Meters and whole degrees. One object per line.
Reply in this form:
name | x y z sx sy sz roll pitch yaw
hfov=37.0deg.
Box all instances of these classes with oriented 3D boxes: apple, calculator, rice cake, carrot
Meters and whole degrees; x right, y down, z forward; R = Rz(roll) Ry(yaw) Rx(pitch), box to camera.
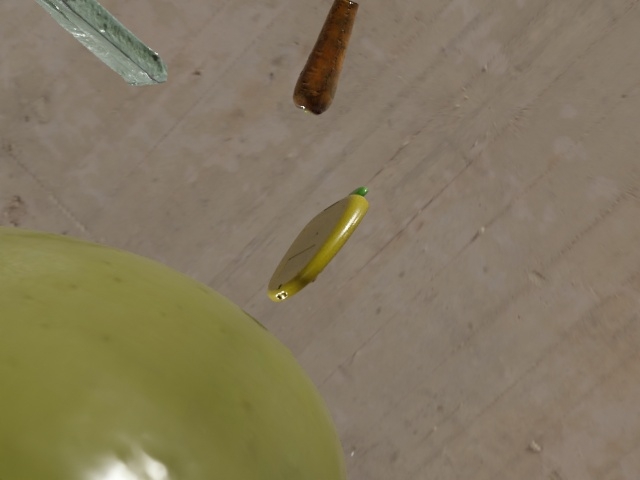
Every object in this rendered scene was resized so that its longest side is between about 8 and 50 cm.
apple | -0.207 0.206 0.516 0.474 0.473 0.473 1 -82 10
calculator | 0.000 0.000 1.355 0.032 0.235 0.146 45 -42 -14
rice cake | -0.300 -0.284 1.272 0.085 0.226 0.040 10 -114 46
carrot | 0.008 -0.247 1.286 0.055 0.055 0.161 18 -94 7
